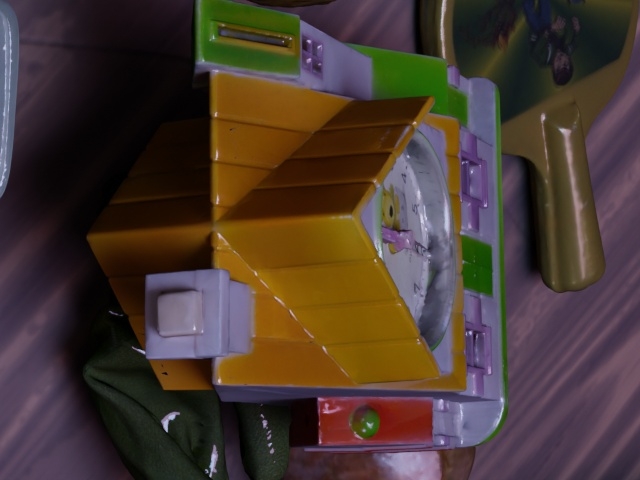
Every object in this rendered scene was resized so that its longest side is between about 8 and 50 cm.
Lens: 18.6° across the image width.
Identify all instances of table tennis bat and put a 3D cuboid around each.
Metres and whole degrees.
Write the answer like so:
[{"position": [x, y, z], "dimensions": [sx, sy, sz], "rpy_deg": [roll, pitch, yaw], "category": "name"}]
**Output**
[{"position": [0.159, -0.111, 1.383], "dimensions": [0.198, 0.050, 0.320], "rpy_deg": [-26, 116, -32], "category": "table tennis bat"}]

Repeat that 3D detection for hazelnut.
[{"position": [0.029, 0.145, 1.311], "dimensions": [0.143, 0.143, 0.154], "rpy_deg": [-33, 141, -26], "category": "hazelnut"}]

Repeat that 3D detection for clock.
[{"position": [0.000, 0.000, 1.097], "dimensions": [0.309, 0.166, 0.235], "rpy_deg": [16, 72, -65], "category": "clock"}]

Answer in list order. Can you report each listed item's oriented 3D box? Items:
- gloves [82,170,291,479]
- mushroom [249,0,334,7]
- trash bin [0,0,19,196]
[{"position": [-0.084, 0.087, 1.213], "dimensions": [0.135, 0.107, 0.268], "rpy_deg": [-13, 96, -31], "category": "gloves"}, {"position": [-0.082, -0.252, 0.997], "dimensions": [0.356, 0.331, 0.334], "rpy_deg": [-43, 165, 15], "category": "mushroom"}, {"position": [-0.215, -0.085, 1.026], "dimensions": [0.059, 0.130, 0.116], "rpy_deg": [-8, 111, -36], "category": "trash bin"}]
